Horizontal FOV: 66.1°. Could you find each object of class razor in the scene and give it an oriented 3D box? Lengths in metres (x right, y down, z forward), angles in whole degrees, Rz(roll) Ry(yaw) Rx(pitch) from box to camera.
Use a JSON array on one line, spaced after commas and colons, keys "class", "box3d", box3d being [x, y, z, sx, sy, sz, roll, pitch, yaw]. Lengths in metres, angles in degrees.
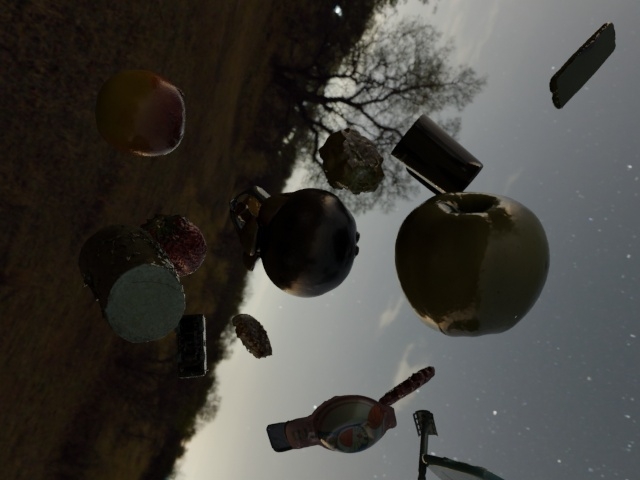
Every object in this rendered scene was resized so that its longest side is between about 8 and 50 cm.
[{"class": "razor", "box3d": [0.322, 0.650, 1.523, 0.232, 0.068, 0.106, -65, 141, -59]}]

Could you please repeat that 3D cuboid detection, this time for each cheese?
[{"class": "cheese", "box3d": [0.026, 0.414, 1.089, 0.074, 0.286, 0.188, -99, 179, -62]}]

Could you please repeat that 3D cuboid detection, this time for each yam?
[{"class": "yam", "box3d": [-0.498, 0.106, 1.297, 0.348, 0.241, 0.241, 30, -78, 51]}]

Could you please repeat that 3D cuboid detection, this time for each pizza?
[{"class": "pizza", "box3d": [-0.227, 0.333, 1.725, 0.246, 0.058, 0.127, 63, 25, -28]}]

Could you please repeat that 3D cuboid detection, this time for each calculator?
[{"class": "calculator", "box3d": [0.463, 0.711, 1.440, 0.256, 0.386, 0.054, -10, -135, 47]}]

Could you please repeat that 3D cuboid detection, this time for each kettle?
[{"class": "kettle", "box3d": [0.435, -0.294, 1.907, 0.262, 0.308, 0.203, -53, 174, 39]}]

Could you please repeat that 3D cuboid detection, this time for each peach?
[{"class": "peach", "box3d": [-0.466, -0.333, 1.295, 0.231, 0.231, 0.231, -161, -90, -81]}]

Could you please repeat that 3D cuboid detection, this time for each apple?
[{"class": "apple", "box3d": [0.455, 0.070, 1.512, 0.473, 0.474, 0.473, -161, -90, -81]}]

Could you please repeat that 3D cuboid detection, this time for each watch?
[{"class": "watch", "box3d": [-0.252, -0.098, 1.867, 0.193, 0.206, 0.068, -49, -179, 22]}]

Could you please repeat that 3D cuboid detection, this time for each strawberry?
[{"class": "strawberry", "box3d": [-0.628, 0.033, 2.091, 0.238, 0.250, 0.288, -39, 135, -34]}]

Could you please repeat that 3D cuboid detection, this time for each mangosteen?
[{"class": "mangosteen", "box3d": [-0.086, 0.004, 1.675, 0.382, 0.435, 0.382, -176, -90, -83]}]

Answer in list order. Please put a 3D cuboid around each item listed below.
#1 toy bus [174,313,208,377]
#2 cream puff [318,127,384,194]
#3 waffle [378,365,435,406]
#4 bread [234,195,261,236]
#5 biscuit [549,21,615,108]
[{"class": "toy bus", "box3d": [-0.390, 0.320, 1.483, 0.103, 0.091, 0.182, 117, -32, -72]}, {"class": "cream puff", "box3d": [0.105, -0.277, 1.836, 0.185, 0.282, 0.281, -31, -146, 40]}, {"class": "waffle", "box3d": [0.306, 0.515, 1.730, 0.234, 0.055, 0.221, -40, 161, 11]}, {"class": "bread", "box3d": [-0.211, -0.041, 2.119, 0.194, 0.340, 0.179, 123, -20, -46]}, {"class": "biscuit", "box3d": [0.693, -0.468, 1.296, 0.322, 0.099, 0.038, -44, -143, -22]}]
